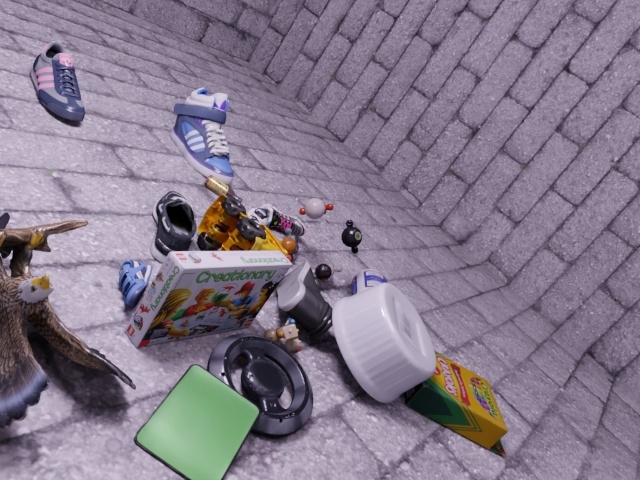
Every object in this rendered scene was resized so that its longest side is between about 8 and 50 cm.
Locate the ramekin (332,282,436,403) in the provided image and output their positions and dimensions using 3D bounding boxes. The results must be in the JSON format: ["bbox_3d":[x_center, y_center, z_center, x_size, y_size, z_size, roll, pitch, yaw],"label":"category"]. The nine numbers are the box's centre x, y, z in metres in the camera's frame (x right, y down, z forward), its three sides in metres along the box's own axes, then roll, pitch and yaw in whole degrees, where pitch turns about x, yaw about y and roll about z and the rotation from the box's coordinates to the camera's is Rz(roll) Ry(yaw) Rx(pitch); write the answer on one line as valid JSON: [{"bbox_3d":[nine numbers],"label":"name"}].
[{"bbox_3d":[0.162,0.237,1.314,0.277,0.135,0.277,47,24,-28],"label":"ramekin"}]

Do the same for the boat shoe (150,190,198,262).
[{"bbox_3d":[-0.351,-0.053,1.345,0.114,0.091,0.302,23,24,-29],"label":"boat shoe"}]

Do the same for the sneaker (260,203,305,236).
[{"bbox_3d":[-0.130,-0.058,1.737,0.170,0.063,0.075,32,20,5],"label":"sneaker"}]

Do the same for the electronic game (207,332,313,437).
[{"bbox_3d":[-0.113,0.276,1.057,0.229,0.048,0.229,27,31,-17],"label":"electronic game"}]

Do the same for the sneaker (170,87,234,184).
[{"bbox_3d":[-0.359,-0.367,1.805,0.323,0.236,0.130,45,23,26],"label":"sneaker"}]

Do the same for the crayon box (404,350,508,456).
[{"bbox_3d":[0.363,0.413,1.440,0.318,0.081,0.202,31,21,-13],"label":"crayon box"}]

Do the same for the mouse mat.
[{"bbox_3d":[-0.194,0.301,0.892,0.152,0.007,0.189,35,33,0],"label":"mouse mat"}]

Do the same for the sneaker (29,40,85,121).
[{"bbox_3d":[-0.754,-0.468,1.573,0.112,0.131,0.319,7,35,-52],"label":"sneaker"}]

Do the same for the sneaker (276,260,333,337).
[{"bbox_3d":[-0.031,0.155,1.398,0.147,0.104,0.296,48,9,-12],"label":"sneaker"}]

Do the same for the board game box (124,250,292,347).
[{"bbox_3d":[-0.209,0.106,1.075,0.053,0.193,0.305,45,23,26],"label":"board game box"}]

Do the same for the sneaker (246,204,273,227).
[{"bbox_3d":[-0.203,-0.052,1.579,0.085,0.086,0.237,37,22,0],"label":"sneaker"}]

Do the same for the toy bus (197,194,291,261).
[{"bbox_3d":[-0.183,0.006,1.405,0.211,0.149,0.220,18,24,-48],"label":"toy bus"}]

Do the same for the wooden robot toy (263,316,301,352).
[{"bbox_3d":[-0.088,0.219,1.205,0.173,0.079,0.076,143,-69,-82],"label":"wooden robot toy"}]

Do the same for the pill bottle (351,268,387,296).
[{"bbox_3d":[0.148,0.171,1.590,0.112,0.112,0.186,31,22,-11],"label":"pill bottle"}]

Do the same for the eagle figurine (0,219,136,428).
[{"bbox_3d":[-0.429,0.116,0.799,0.226,0.225,0.298,-17,81,-16],"label":"eagle figurine"}]

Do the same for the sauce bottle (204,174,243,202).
[{"bbox_3d":[-0.303,-0.157,1.710,0.128,0.042,0.042,33,21,-1],"label":"sauce bottle"}]

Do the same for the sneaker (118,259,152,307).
[{"bbox_3d":[-0.374,0.084,1.075,0.059,0.053,0.144,28,13,-20],"label":"sneaker"}]

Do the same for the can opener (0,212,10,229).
[{"bbox_3d":[-0.592,-0.015,0.951,0.059,0.073,0.186,22,14,-12],"label":"can opener"}]

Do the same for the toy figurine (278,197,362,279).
[{"bbox_3d":[0.000,0.000,1.594,0.213,0.209,0.148,39,4,1],"label":"toy figurine"}]
